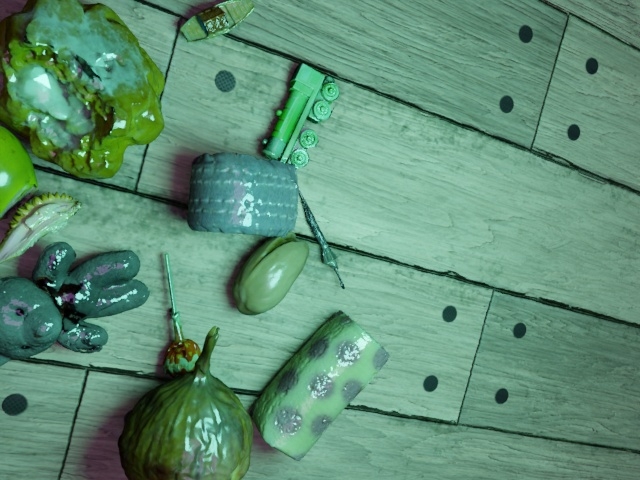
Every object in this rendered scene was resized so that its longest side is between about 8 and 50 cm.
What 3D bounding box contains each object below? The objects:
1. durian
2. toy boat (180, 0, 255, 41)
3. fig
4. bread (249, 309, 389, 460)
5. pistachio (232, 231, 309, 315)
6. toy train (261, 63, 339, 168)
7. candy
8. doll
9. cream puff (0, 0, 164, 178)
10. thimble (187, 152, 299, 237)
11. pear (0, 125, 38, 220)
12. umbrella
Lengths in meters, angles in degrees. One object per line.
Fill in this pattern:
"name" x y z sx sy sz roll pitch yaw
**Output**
"durian" -0.568 -0.025 1.058 0.078 0.140 0.224 58 34 -18
"toy boat" -0.225 -0.483 1.200 0.172 0.066 0.065 -32 102 -15
"fig" -0.255 0.349 1.157 0.286 0.286 0.368 15 96 -21
"bread" -0.007 0.335 1.304 0.338 0.187 0.155 -48 112 -8
"pistachio" -0.115 0.077 1.276 0.136 0.136 0.226 45 73 -18
"toy train" -0.048 -0.282 1.281 0.119 0.085 0.251 26 85 -15
"candy" -0.328 0.172 1.232 0.084 0.078 0.287 -14 98 -48
"doll" -0.519 0.129 1.110 0.340 0.158 0.245 -13 112 -21
"cream puff" -0.464 -0.296 1.065 0.323 0.270 0.274 49 44 -18
"thimble" -0.165 -0.095 1.189 0.236 0.205 0.172 6 92 -20
"pear" -0.654 -0.143 1.024 0.187 0.187 0.219 -45 103 -10
"umbrella" 0.001 0.000 1.357 0.044 0.044 0.269 -23 95 10
